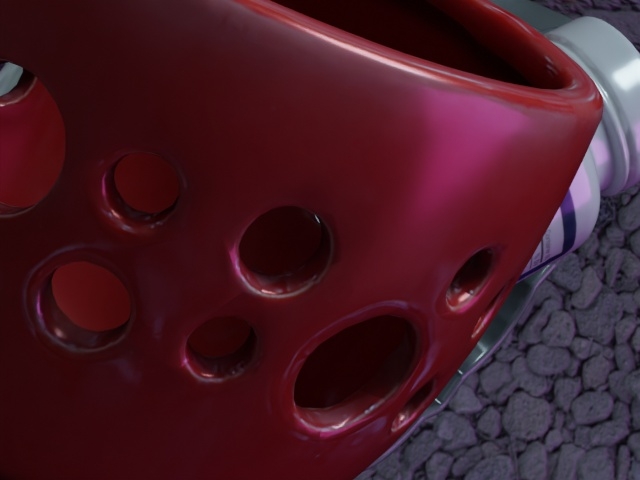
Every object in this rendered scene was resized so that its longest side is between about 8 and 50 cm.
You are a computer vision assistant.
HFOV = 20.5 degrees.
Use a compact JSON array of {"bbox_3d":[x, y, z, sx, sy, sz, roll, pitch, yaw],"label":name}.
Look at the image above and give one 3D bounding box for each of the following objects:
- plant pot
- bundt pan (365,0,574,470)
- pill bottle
[{"bbox_3d":[-0.048,-0.005,0.463,0.174,0.191,0.191,-63,176,17],"label":"plant pot"},{"bbox_3d":[0.037,-0.016,1.051,0.331,0.124,0.331,-40,154,-25],"label":"bundt pan"},{"bbox_3d":[0.066,-0.028,0.828,0.186,0.112,0.112,-29,159,-15],"label":"pill bottle"}]
